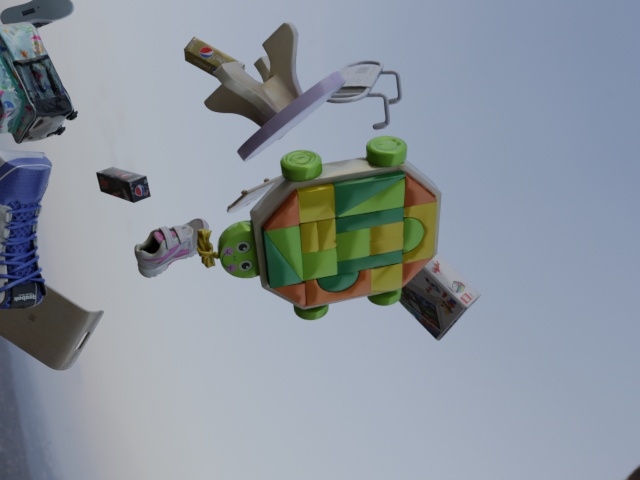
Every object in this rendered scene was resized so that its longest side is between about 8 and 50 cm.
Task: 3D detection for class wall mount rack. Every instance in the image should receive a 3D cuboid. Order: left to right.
[{"bbox_3d":[0.046,-0.365,1.688,0.304,0.350,0.131,1,-60,16],"label":"wall mount rack"}]

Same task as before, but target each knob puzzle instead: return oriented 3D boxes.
[{"bbox_3d":[-0.224,-0.142,2.021,0.030,0.213,0.213,57,-28,1],"label":"knob puzzle"}]

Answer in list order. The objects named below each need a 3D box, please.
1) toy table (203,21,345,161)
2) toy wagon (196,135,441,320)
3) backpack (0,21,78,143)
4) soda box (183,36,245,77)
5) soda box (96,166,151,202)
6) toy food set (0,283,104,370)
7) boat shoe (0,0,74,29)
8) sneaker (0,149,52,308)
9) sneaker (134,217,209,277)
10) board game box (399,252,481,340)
[{"bbox_3d":[-0.101,-0.301,1.315,0.161,0.274,0.252,52,16,-5],"label":"toy table"},{"bbox_3d":[0.000,0.000,0.917,0.068,0.344,0.267,-114,-163,-52],"label":"toy wagon"},{"bbox_3d":[-0.711,-0.371,1.508,0.225,0.191,0.254,-23,-94,50],"label":"backpack"},{"bbox_3d":[-0.319,-0.536,1.947,0.181,0.058,0.061,30,-22,3],"label":"soda box"},{"bbox_3d":[-0.511,-0.145,1.675,0.168,0.053,0.060,17,-57,41],"label":"soda box"},{"bbox_3d":[-0.785,0.198,1.819,0.220,0.306,0.092,-55,-176,17],"label":"toy food set"},{"bbox_3d":[-0.717,-0.580,1.660,0.083,0.183,0.065,-145,-138,-83],"label":"boat shoe"},{"bbox_3d":[-0.516,0.011,1.091,0.182,0.127,0.315,48,-63,15],"label":"sneaker"},{"bbox_3d":[-0.451,0.007,1.955,0.103,0.252,0.111,44,-18,32],"label":"sneaker"},{"bbox_3d":[0.182,0.059,1.370,0.305,0.053,0.193,46,-25,15],"label":"board game box"}]
